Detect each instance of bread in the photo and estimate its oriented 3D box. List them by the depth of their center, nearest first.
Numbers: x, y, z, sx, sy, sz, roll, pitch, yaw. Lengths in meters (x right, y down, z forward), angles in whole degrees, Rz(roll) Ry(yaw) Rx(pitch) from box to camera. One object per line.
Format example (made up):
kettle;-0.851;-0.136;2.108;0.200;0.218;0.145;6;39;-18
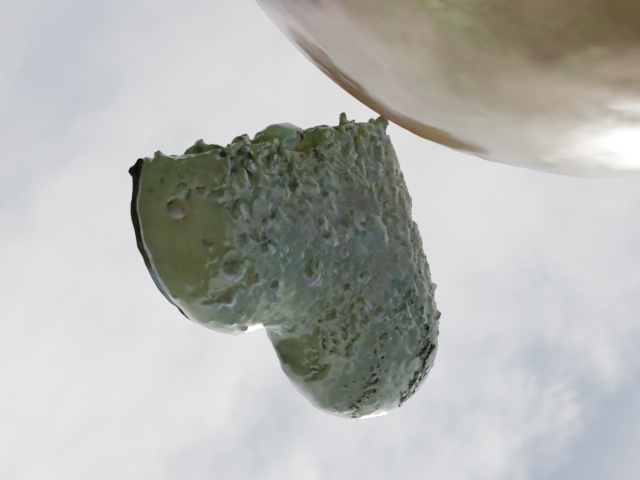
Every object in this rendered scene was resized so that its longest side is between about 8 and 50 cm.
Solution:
bread;0.000;0.000;0.796;0.064;0.232;0.172;-10;-132;49

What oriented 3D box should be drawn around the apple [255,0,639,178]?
apple;0.104;-0.187;0.417;0.339;0.339;0.340;-30;-142;27
